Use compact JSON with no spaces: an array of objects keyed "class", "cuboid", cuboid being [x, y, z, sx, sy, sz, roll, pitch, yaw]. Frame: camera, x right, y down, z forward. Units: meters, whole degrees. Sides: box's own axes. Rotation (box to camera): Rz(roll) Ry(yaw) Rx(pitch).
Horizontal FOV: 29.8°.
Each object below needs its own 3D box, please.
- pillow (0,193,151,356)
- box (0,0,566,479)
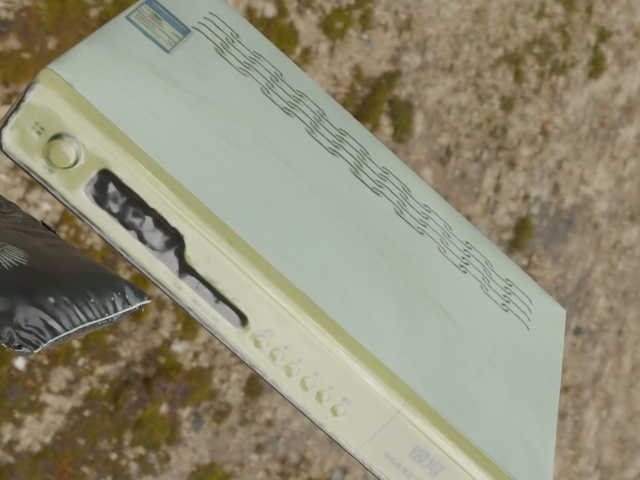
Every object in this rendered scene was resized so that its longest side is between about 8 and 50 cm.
[{"class":"pillow","cuboid":[-0.233,0.005,0.811,0.141,0.208,0.055,-28,146,-55]},{"class":"box","cuboid":[0.000,0.000,0.549,0.270,0.045,0.211,41,27,-9]}]
